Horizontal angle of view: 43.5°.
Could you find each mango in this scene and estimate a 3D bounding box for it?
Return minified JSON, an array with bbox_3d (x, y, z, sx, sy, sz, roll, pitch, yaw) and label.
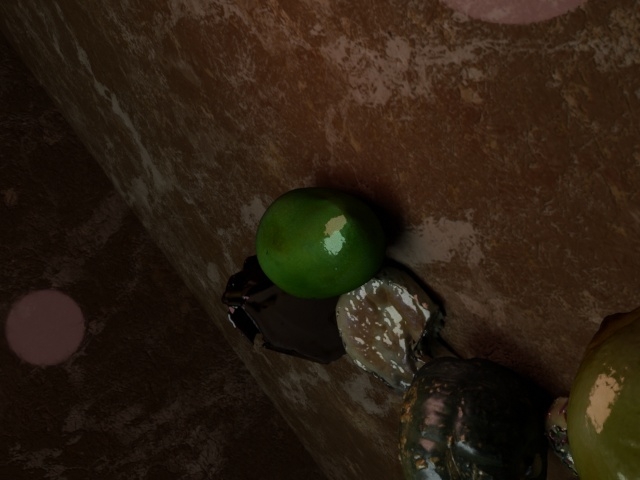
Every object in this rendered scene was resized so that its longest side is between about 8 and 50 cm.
[{"bbox_3d":[0.000,0.000,1.527,0.225,0.201,0.382,65,157,-1],"label":"mango"}]

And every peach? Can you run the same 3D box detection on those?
[{"bbox_3d":[0.415,0.220,0.842,0.316,0.281,0.314,61,166,1],"label":"peach"}]

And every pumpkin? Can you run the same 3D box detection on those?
[{"bbox_3d":[0.265,0.363,1.413,0.257,0.292,0.328,10,149,37],"label":"pumpkin"}]

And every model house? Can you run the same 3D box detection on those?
[{"bbox_3d":[-0.088,0.159,1.887,0.282,0.317,0.297,14,125,55],"label":"model house"}]

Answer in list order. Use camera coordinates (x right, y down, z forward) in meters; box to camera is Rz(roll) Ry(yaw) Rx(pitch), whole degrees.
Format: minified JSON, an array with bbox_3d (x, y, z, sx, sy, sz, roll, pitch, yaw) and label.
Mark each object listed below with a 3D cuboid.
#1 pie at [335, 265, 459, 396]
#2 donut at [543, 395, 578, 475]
[{"bbox_3d":[0.157,0.193,1.628,0.337,0.075,0.338,29,140,27],"label":"pie"},{"bbox_3d":[0.434,0.331,1.301,0.174,0.068,0.175,45,160,21],"label":"donut"}]
